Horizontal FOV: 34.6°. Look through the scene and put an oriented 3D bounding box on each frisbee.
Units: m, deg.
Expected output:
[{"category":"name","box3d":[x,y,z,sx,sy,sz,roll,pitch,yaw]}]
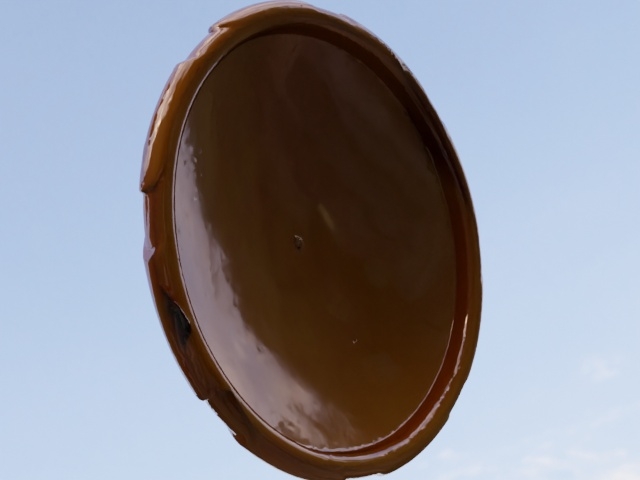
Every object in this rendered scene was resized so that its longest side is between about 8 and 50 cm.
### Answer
[{"category":"frisbee","box3d":[0.000,0.000,0.414,0.035,0.192,0.192,-12,-28,43]}]
